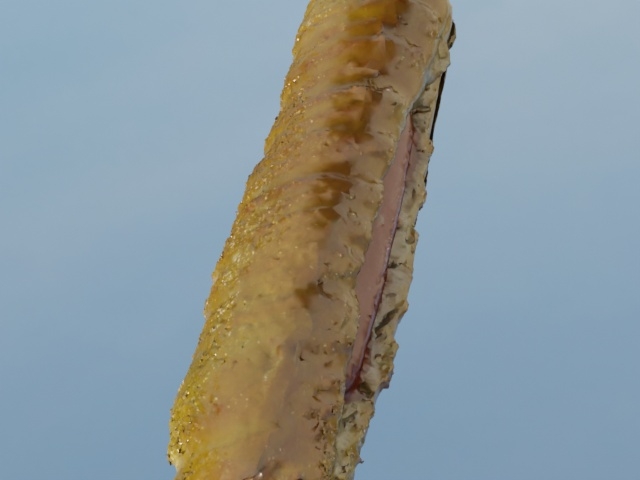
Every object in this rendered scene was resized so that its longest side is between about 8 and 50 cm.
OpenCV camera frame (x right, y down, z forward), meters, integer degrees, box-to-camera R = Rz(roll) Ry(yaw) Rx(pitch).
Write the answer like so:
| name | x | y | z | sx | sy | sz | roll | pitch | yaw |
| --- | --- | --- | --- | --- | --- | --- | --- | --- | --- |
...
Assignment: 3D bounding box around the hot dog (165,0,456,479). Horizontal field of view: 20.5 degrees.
| name | x | y | z | sx | sy | sz | roll | pitch | yaw |
| --- | --- | --- | --- | --- | --- | --- | --- | --- | --- |
| hot dog | -0.001 | 0.000 | 0.749 | 0.083 | 0.068 | 0.289 | 6 | -118 | 16 |
